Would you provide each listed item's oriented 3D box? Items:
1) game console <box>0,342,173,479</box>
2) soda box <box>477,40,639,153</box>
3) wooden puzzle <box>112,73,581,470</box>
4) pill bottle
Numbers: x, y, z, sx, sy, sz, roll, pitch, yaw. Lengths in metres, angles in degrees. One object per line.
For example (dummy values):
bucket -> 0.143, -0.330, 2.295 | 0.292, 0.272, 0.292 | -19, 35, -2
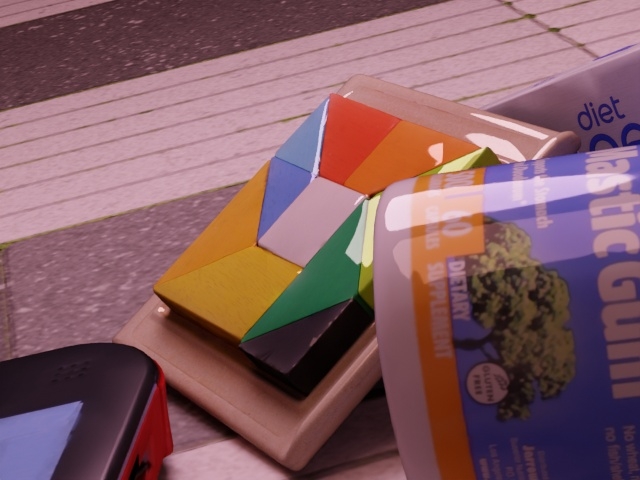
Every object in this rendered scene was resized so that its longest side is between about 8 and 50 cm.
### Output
game console -> -0.250, 0.162, 0.719 | 0.342, 0.060, 0.386 | -9, 20, 9
soda box -> 0.187, -0.060, 0.873 | 0.091, 0.098, 0.286 | -24, 3, -35
wooden puzzle -> 0.000, 0.000, 0.898 | 0.221, 0.044, 0.238 | -48, 29, -12
pill bottle -> 0.168, 0.030, 0.698 | 0.272, 0.152, 0.152 | -9, 21, 11
